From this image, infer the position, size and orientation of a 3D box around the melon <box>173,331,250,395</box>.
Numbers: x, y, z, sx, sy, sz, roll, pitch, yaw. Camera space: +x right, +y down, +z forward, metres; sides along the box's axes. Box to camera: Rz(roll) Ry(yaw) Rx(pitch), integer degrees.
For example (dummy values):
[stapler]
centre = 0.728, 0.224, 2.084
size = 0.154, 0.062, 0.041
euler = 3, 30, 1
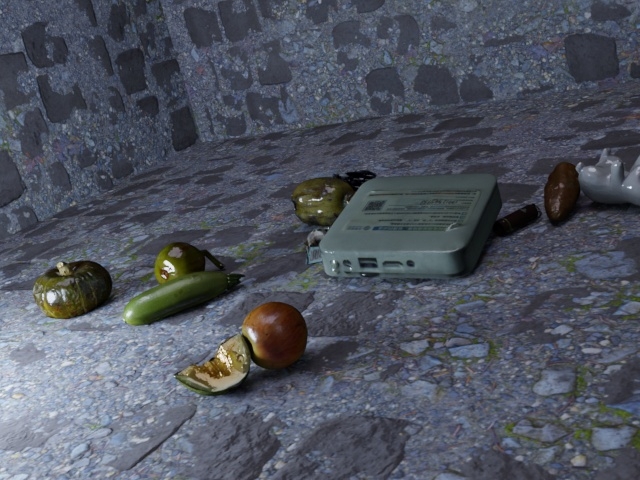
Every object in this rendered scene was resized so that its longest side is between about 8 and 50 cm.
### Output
[melon]
centre = -0.202, 0.272, 1.569
size = 0.160, 0.079, 0.128
euler = -31, 44, -23

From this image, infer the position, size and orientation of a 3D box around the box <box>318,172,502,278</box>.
[box]
centre = 0.235, -0.040, 2.001
size = 0.396, 0.111, 0.396
euler = 0, 32, 29

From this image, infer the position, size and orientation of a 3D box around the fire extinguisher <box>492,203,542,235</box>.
[fire extinguisher]
centre = 0.518, -0.058, 2.025
size = 0.158, 0.043, 0.064
euler = -25, 37, -26

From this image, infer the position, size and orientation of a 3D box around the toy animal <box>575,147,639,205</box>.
[toy animal]
centre = 0.783, -0.149, 1.938
size = 0.141, 0.138, 0.282
euler = -21, 20, -32

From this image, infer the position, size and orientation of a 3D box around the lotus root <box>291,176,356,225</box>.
[lotus root]
centre = 0.035, -0.121, 2.415
size = 0.278, 0.154, 0.154
euler = 0, 23, 35

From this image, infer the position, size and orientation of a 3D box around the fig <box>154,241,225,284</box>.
[fig]
centre = -0.379, 0.060, 2.209
size = 0.148, 0.142, 0.186
euler = 21, 45, 17

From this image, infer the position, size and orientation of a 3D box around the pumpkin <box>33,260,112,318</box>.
[pumpkin]
centre = -0.725, 0.130, 2.249
size = 0.219, 0.162, 0.219
euler = -10, 22, 4

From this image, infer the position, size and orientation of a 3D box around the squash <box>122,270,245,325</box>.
[squash]
centre = -0.359, 0.137, 2.052
size = 0.341, 0.094, 0.094
euler = -20, 19, -18

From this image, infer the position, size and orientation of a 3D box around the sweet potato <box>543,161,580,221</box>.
[sweet potato]
centre = 0.632, -0.121, 2.052
size = 0.097, 0.097, 0.251
euler = -4, 32, 30

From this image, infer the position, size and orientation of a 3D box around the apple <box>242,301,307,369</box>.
[apple]
centre = -0.090, 0.193, 1.603
size = 0.147, 0.146, 0.146
euler = -13, 18, 4

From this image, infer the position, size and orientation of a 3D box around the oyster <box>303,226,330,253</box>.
[oyster]
centre = 0.001, -0.003, 2.249
size = 0.108, 0.053, 0.165
euler = -41, 27, 3

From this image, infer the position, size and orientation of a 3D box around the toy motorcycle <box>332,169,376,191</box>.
[toy motorcycle]
centre = 0.142, -0.172, 2.534
size = 0.271, 0.106, 0.159
euler = 7, -4, 7

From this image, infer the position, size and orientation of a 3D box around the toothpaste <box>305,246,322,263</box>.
[toothpaste]
centre = 0.057, 0.030, 2.133
size = 0.205, 0.036, 0.056
euler = -8, 51, 21
